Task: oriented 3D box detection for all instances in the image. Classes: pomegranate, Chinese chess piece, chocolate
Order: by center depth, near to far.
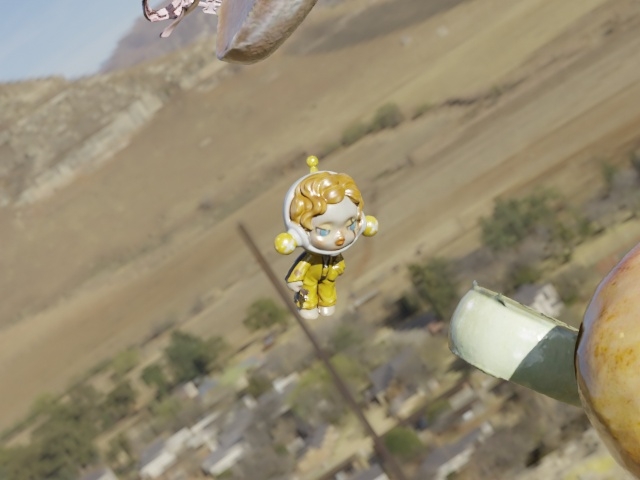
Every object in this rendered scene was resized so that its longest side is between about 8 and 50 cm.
[{"bbox_3d":[0.354,0.092,1.164,0.270,0.229,0.252,-35,11,33],"label":"pomegranate"},{"bbox_3d":[-0.023,-0.287,1.412,0.261,0.083,0.161,-52,26,43],"label":"chocolate"},{"bbox_3d":[0.228,0.113,1.473,0.188,0.188,0.083,-141,73,-80],"label":"Chinese chess piece"}]

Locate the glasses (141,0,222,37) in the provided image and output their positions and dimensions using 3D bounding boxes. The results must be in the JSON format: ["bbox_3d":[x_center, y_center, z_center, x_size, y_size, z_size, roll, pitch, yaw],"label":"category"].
[{"bbox_3d":[-0.186,-0.407,2.121,0.162,0.095,0.255,-32,-22,-22],"label":"glasses"}]

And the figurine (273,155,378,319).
[{"bbox_3d":[0.004,0.000,1.265,0.101,0.143,0.068,-34,38,-17],"label":"figurine"}]
